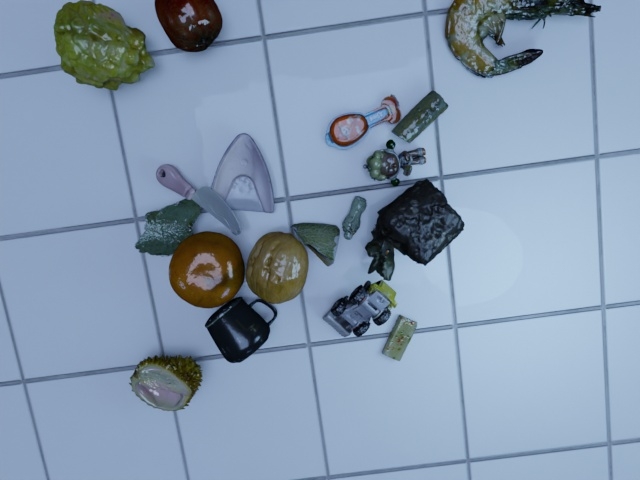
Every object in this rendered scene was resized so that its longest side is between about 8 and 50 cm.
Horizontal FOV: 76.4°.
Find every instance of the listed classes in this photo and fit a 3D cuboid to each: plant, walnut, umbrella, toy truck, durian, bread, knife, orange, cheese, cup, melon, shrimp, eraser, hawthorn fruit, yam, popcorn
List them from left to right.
[{"bbox_3d":[-0.628,-0.546,1.170,0.212,0.259,0.259,-34,97,30],"label":"popcorn"},{"bbox_3d":[-0.500,0.457,1.341,0.249,0.138,0.183,1,128,9],"label":"durian"},{"bbox_3d":[-0.388,-0.668,1.160,0.181,0.181,0.235,-28,101,4],"label":"hawthorn fruit"},{"bbox_3d":[-0.371,-0.136,1.275,0.336,0.043,0.081,34,106,5],"label":"knife"},{"bbox_3d":[-0.348,0.089,1.267,0.240,0.171,0.240,-1,100,-7],"label":"orange"},{"bbox_3d":[-0.248,0.268,1.311,0.223,0.169,0.176,-40,88,-29],"label":"cup"},{"bbox_3d":[-0.239,-0.212,1.281,0.204,0.059,0.243,5,101,0],"label":"eraser"},{"bbox_3d":[-0.129,0.081,1.255,0.195,0.195,0.222,16,95,-2],"label":"walnut"},{"bbox_3d":[0.003,-0.004,1.308,0.139,0.093,0.202,-39,65,-21],"label":"melon"},{"bbox_3d":[0.108,-0.070,1.298,0.062,0.067,0.143,18,92,-32],"label":"umbrella"},{"bbox_3d":[0.125,0.214,1.282,0.136,0.111,0.286,43,140,-5],"label":"toy truck"},{"bbox_3d":[0.131,-0.366,1.269,0.256,0.037,0.106,-25,98,4],"label":"cheese"},{"bbox_3d":[0.267,0.329,1.369,0.068,0.028,0.154,24,99,-5],"label":"bread"},{"bbox_3d":[0.251,-0.019,1.229,0.312,0.215,0.213,-35,92,8],"label":"plant"},{"bbox_3d":[0.304,-0.374,1.249,0.078,0.078,0.179,44,95,-5],"label":"yam"},{"bbox_3d":[0.598,-0.636,1.210,0.445,0.085,0.272,-4,103,4],"label":"shrimp"}]

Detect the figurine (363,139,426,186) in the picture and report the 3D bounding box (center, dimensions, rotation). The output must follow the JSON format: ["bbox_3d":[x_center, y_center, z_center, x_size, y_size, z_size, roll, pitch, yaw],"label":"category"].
[{"bbox_3d":[0.233,-0.241,1.258,0.197,0.093,0.147,-11,111,1],"label":"figurine"}]

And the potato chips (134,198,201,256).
[{"bbox_3d":[-0.479,-0.043,1.304,0.167,0.059,0.228,23,98,-8],"label":"potato chips"}]
